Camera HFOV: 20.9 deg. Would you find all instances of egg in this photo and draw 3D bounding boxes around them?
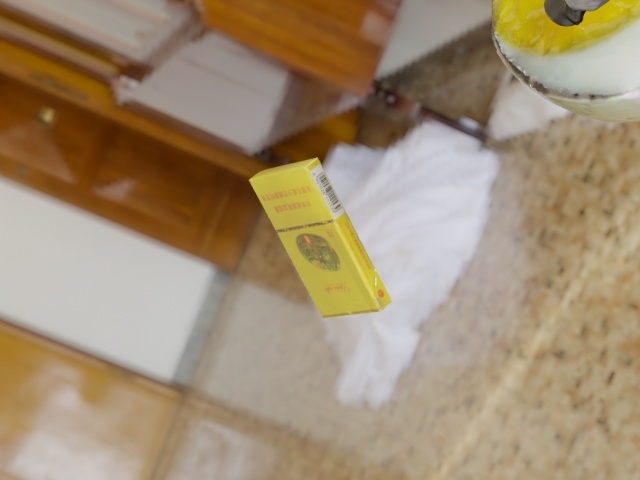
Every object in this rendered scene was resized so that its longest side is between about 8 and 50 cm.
[{"bbox_3d":[0.356,-0.246,1.875,0.337,0.201,0.337,-18,52,25],"label":"egg"}]

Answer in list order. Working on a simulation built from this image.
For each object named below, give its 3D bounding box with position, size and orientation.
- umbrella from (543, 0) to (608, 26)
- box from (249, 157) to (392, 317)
[{"bbox_3d":[0.279,-0.297,1.554,0.073,0.067,0.337,-26,-16,-28],"label":"umbrella"},{"bbox_3d":[0.000,0.000,1.612,0.087,0.155,0.023,-11,22,47],"label":"box"}]
